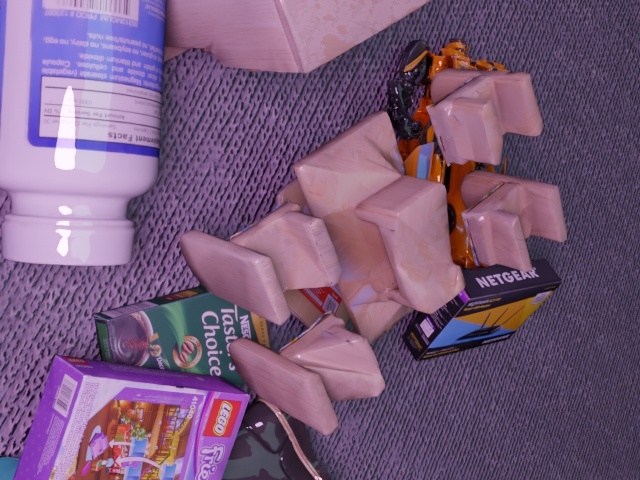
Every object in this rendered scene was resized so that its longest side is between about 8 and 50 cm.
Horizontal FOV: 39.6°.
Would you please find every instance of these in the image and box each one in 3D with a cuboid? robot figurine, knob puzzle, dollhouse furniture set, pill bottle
[{"bbox_3d":[0.169,-0.111,1.122,0.211,0.085,0.290,5,91,-39],"label":"robot figurine"},{"bbox_3d":[0.000,0.000,1.032,0.213,0.030,0.213,-4,95,-50],"label":"knob puzzle"},{"bbox_3d":[0.006,-0.089,0.901,0.362,0.256,0.394,-35,121,-26],"label":"dollhouse furniture set"},{"bbox_3d":[-0.215,-0.117,0.779,0.152,0.152,0.271,1,94,-38],"label":"pill bottle"}]

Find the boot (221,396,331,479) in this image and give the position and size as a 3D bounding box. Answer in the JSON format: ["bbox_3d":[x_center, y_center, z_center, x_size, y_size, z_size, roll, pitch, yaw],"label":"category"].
[{"bbox_3d":[-0.064,0.283,0.992,0.137,0.077,0.197,-30,99,-27],"label":"boot"}]

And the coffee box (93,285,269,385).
[{"bbox_3d":[-0.138,0.109,0.929,0.184,0.040,0.113,-13,101,-37],"label":"coffee box"}]

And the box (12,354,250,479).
[{"bbox_3d":[-0.199,0.264,0.841,0.201,0.057,0.293,19,91,-47],"label":"box"}]

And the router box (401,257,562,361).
[{"bbox_3d":[0.208,0.088,1.148,0.179,0.046,0.133,-7,143,-37],"label":"router box"}]

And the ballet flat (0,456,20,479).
[{"bbox_3d":[-0.339,0.241,0.787,0.168,0.057,0.052,-15,133,-33],"label":"ballet flat"}]
